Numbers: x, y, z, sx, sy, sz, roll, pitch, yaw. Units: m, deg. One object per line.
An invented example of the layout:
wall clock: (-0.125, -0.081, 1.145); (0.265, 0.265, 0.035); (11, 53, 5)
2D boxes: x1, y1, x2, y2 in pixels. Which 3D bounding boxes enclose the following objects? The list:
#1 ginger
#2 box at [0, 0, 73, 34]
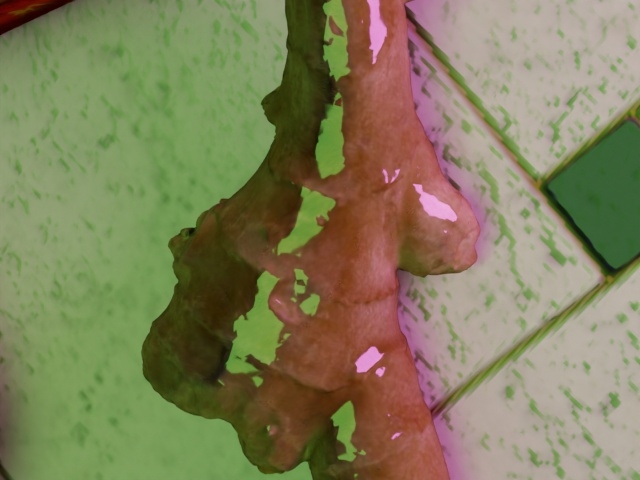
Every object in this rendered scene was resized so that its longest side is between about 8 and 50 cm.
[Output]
ginger: (0.000, 0.000, 0.542); (0.148, 0.081, 0.333); (8, 100, 18)
box: (-0.186, -0.254, 0.565); (0.197, 0.089, 0.313); (-16, 95, 31)
